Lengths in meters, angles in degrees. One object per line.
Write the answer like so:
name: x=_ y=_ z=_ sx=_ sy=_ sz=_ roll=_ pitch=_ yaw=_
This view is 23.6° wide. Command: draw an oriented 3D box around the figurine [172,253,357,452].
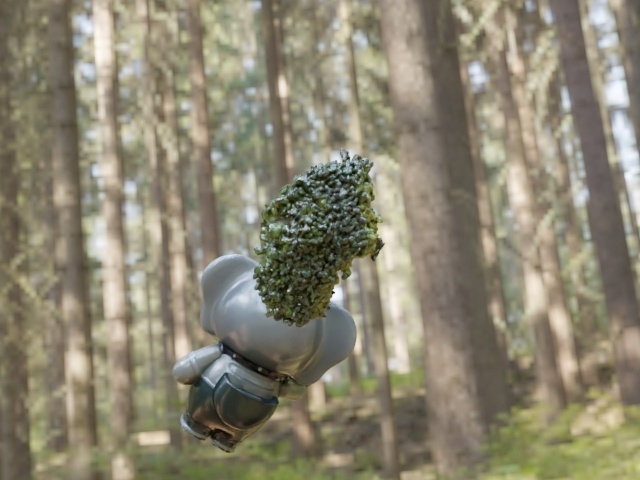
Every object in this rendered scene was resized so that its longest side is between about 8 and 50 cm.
figurine: x=-0.051 y=0.087 z=1.318 sx=0.147 sy=0.192 sz=0.126 roll=28 pitch=13 yaw=-8

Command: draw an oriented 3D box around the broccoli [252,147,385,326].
broccoli: x=0.000 y=0.000 z=0.959 sx=0.095 sy=0.097 sz=0.092 roll=-19 pitch=-7 yaw=11
